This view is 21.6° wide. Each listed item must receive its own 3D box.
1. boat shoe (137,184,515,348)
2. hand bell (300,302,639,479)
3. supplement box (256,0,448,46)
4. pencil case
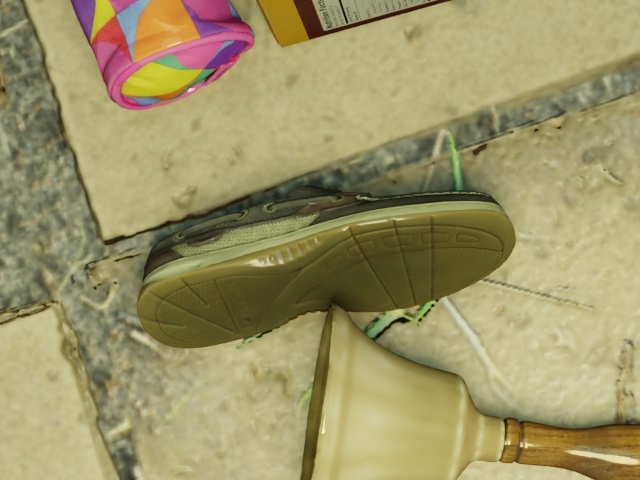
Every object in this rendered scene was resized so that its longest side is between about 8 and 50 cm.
[{"bbox_3d":[0.000,0.001,0.985,0.223,0.080,0.073,-14,45,4],"label":"boat shoe"},{"bbox_3d":[0.115,0.116,0.946,0.242,0.126,0.126,9,80,-3],"label":"hand bell"},{"bbox_3d":[0.035,-0.246,1.004,0.194,0.129,0.191,-15,77,4],"label":"supplement box"},{"bbox_3d":[-0.120,-0.200,1.032,0.104,0.104,0.236,-21,77,3],"label":"pencil case"}]
